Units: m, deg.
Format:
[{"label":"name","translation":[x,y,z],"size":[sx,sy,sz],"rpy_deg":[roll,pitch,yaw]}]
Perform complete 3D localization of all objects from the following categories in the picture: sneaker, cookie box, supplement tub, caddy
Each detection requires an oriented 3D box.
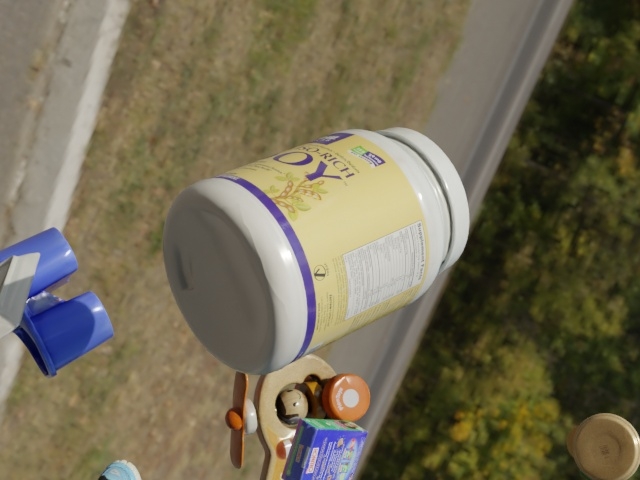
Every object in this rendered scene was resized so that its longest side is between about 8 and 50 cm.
[{"label":"sneaker","translation":[-0.276,0.400,1.727],"size":[0.063,0.162,0.073],"rpy_deg":[-36,173,21]},{"label":"cookie box","translation":[0.006,0.297,1.662],"size":[0.107,0.040,0.092],"rpy_deg":[13,97,-47]},{"label":"supplement tub","translation":[0.000,0.000,1.479],"size":[0.331,0.241,0.241],"rpy_deg":[-24,145,-37]},{"label":"caddy","translation":[-0.500,0.118,2.110],"size":[0.179,0.241,0.341],"rpy_deg":[-30,-179,-17]}]

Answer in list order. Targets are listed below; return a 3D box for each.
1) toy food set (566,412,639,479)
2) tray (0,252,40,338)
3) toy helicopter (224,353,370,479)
[{"label":"toy food set","translation":[0.327,0.239,1.368],"size":[0.083,0.083,0.020],"rpy_deg":[-38,159,22]},{"label":"tray","translation":[-0.474,0.093,1.684],"size":[0.145,0.030,0.270],"rpy_deg":[-31,-159,5]},{"label":"toy helicopter","translation":[-0.076,0.359,2.037],"size":[0.140,0.234,0.355],"rpy_deg":[-9,-117,60]}]
